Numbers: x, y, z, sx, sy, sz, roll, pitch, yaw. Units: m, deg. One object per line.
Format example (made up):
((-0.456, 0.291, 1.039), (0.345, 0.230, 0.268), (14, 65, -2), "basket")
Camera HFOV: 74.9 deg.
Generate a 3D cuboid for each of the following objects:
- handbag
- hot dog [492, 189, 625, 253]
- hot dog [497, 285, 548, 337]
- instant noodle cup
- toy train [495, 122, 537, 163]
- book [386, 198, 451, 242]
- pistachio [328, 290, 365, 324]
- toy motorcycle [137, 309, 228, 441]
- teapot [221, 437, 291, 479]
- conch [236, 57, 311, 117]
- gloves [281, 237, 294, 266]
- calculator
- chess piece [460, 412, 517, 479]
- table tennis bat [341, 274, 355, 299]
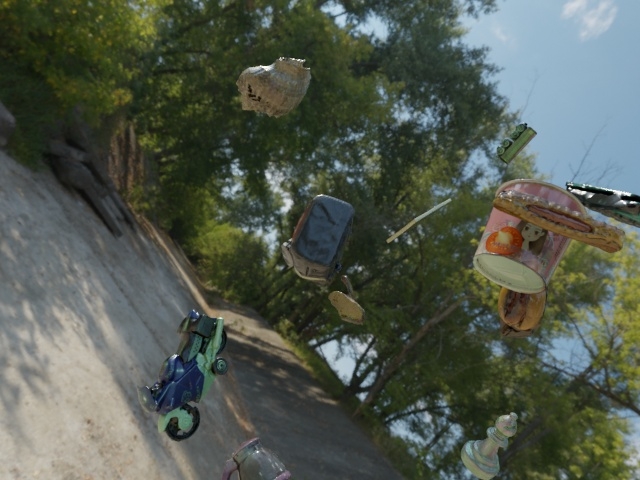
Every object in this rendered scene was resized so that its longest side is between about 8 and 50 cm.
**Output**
((0.000, 0.000, 1.321), (0.181, 0.255, 0.181), (19, -24, 7), "handbag")
((0.549, -0.051, 0.972), (0.288, 0.068, 0.083), (24, 8, 19), "hot dog")
((0.742, 0.200, 1.568), (0.193, 0.327, 0.107), (-6, -15, 38), "hot dog")
((0.548, -0.001, 1.129), (0.242, 0.231, 0.243), (30, -16, 10), "instant noodle cup")
((0.671, -0.336, 1.444), (0.071, 0.148, 0.038), (42, 11, 4), "toy train")
((0.471, -0.095, 1.998), (0.021, 0.310, 0.217), (56, -38, 8), "book")
((0.104, 0.257, 1.572), (0.172, 0.090, 0.049), (37, 18, 29), "pistachio")
((-0.367, 0.353, 1.128), (0.125, 0.332, 0.196), (-15, -41, 44), "toy motorcycle")
((-0.161, 0.570, 1.022), (0.146, 0.148, 0.116), (50, 14, 26), "teapot")
((-0.107, -0.372, 1.016), (0.155, 0.207, 0.130), (-7, 70, -63), "conch")
((-0.044, 0.009, 1.600), (0.131, 0.218, 0.140), (0, -62, 62), "gloves")
((0.811, -0.079, 1.106), (0.248, 0.058, 0.274), (19, 13, -13), "calculator")
((0.631, 0.724, 1.512), (0.139, 0.139, 0.272), (43, -60, 38), "chess piece")
((0.067, 0.200, 1.724), (0.170, 0.118, 0.108), (58, 15, -59), "table tennis bat")
